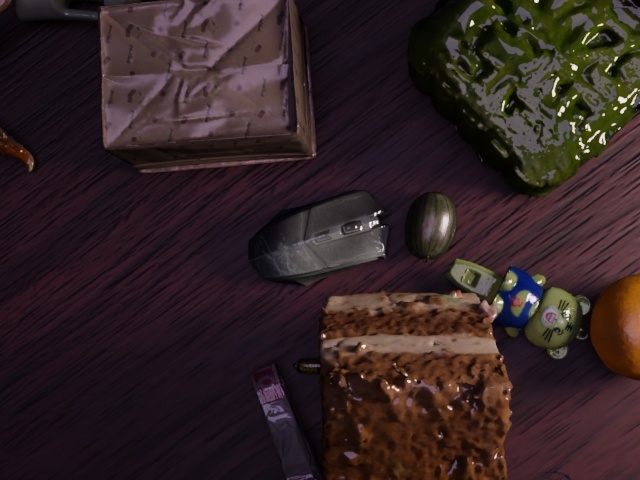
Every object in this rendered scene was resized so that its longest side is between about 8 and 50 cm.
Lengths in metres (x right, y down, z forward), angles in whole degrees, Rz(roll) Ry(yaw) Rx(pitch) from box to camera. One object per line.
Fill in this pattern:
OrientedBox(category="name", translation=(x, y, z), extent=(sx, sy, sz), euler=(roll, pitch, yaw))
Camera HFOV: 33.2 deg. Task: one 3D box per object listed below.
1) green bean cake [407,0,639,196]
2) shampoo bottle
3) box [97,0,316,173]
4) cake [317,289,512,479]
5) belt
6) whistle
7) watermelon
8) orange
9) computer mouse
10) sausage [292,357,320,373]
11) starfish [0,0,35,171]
OrientedBox(category="green bean cake", translation=(0.325, -0.260, 1.562), extent=(0.335, 0.218, 0.319), euler=(44, 91, 8))
OrientedBox(category="shampoo bottle", translation=(-0.360, -0.399, 1.698), extent=(0.234, 0.087, 0.118), euler=(4, 84, 5))
OrientedBox(category="box", translation=(-0.167, -0.235, 1.620), extent=(0.297, 0.190, 0.225), euler=(-4, 84, 5))
OrientedBox(category="cake", translation=(0.123, 0.236, 1.491), extent=(0.256, 0.290, 0.282), euler=(1, 112, 4))
OrientedBox(category="belt", translation=(-0.048, 0.294, 1.607), extent=(0.053, 0.071, 0.232), euler=(-25, 68, 3))
OrientedBox(category="whistle", translation=(0.296, 0.091, 1.604), extent=(0.227, 0.085, 0.105), euler=(28, 92, 7))
OrientedBox(category="watermelon", translation=(0.167, -0.020, 1.629), extent=(0.078, 0.078, 0.110), euler=(13, 87, 6))
OrientedBox(category="orange", translation=(0.468, 0.128, 1.566), extent=(0.156, 0.124, 0.156), euler=(4, 76, -15))
OrientedBox(category="computer mouse", translation=(-0.001, -0.002, 1.645), extent=(0.231, 0.071, 0.126), euler=(-16, 85, 3))
OrientedBox(category="sausage", translation=(0.054, 0.195, 1.650), extent=(0.198, 0.025, 0.028), euler=(1, 84, 6))
OrientedBox(category="starfish", translation=(-0.655, -0.233, 1.705), extent=(0.384, 0.132, 0.398), euler=(-2, 89, 1))
